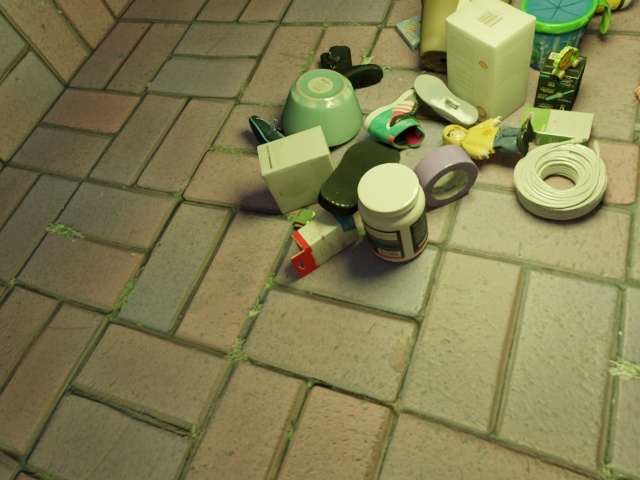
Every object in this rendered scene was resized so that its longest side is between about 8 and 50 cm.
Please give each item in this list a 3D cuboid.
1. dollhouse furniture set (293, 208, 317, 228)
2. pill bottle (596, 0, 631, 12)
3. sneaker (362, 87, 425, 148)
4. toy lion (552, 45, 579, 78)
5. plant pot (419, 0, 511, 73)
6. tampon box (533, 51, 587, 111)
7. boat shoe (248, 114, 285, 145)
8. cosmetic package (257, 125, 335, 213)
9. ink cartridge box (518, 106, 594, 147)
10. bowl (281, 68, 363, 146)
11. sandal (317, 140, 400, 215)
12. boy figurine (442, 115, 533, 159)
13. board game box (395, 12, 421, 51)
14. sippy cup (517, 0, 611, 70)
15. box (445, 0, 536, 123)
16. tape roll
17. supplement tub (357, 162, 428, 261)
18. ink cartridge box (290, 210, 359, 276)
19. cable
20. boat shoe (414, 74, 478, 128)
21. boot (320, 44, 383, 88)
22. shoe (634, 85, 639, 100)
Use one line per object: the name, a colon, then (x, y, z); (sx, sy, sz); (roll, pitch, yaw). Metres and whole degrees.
dollhouse furniture set: (-0.022, -0.073, 1.662); (0.151, 0.059, 0.076); (14, 64, 23)
pill bottle: (0.945, -0.922, 1.831); (0.333, 0.188, 0.188); (-5, 58, 13)
sneaker: (0.313, -0.420, 1.746); (0.295, 0.124, 0.178); (-34, 66, -21)
toy lion: (0.747, -0.550, 1.517); (0.100, 0.096, 0.034); (-37, 58, -9)
plant pot: (0.494, -0.775, 1.816); (0.323, 0.323, 0.281); (16, 88, 24)
tampon box: (0.784, -0.515, 1.641); (0.120, 0.161, 0.101); (21, 67, 24)
boat shoe: (-0.173, -0.384, 1.889); (0.089, 0.109, 0.258); (-35, 72, -15)
cosmetic package: (-0.065, -0.233, 1.673); (0.224, 0.224, 0.138); (-16, 56, 6)
ink cartridge box: (0.757, -0.362, 1.613); (0.209, 0.062, 0.109); (14, 64, 24)
bowl: (0.004, -0.503, 1.821); (0.311, 0.163, 0.312); (-1, 54, 1)
sandal: (0.119, -0.202, 1.628); (0.167, 0.107, 0.446); (30, 45, 14)
boy figurine: (0.531, -0.335, 1.611); (0.285, 0.092, 0.177); (12, 61, 40)
board game box: (0.437, -0.868, 2.035); (0.211, 0.039, 0.160); (-25, 56, 1)
sippy cup: (0.806, -0.722, 1.725); (0.305, 0.224, 0.240); (27, 69, 28)
box: (0.548, -0.580, 1.638); (0.168, 0.345, 0.215); (-36, 57, -8)
tape roll: (0.382, -0.198, 1.544); (0.189, 0.189, 0.080); (-25, 55, 0)
supplement tub: (0.214, -0.076, 1.466); (0.191, 0.272, 0.191); (-7, 57, 11)
ink cartridge box: (0.000, 0.000, 1.564); (0.231, 0.134, 0.078); (-34, 57, -7)
cable: (0.715, -0.182, 1.499); (0.257, 0.089, 0.257); (-4, 58, 15)
boat shoe: (0.427, -0.470, 1.731); (0.095, 0.084, 0.258); (-44, 77, -1)
boot: (0.119, -0.701, 1.989); (0.246, 0.094, 0.207); (-12, 60, 16)
shoe: (1.102, -0.486, 1.589); (0.178, 0.063, 0.081); (-21, 61, 8)
